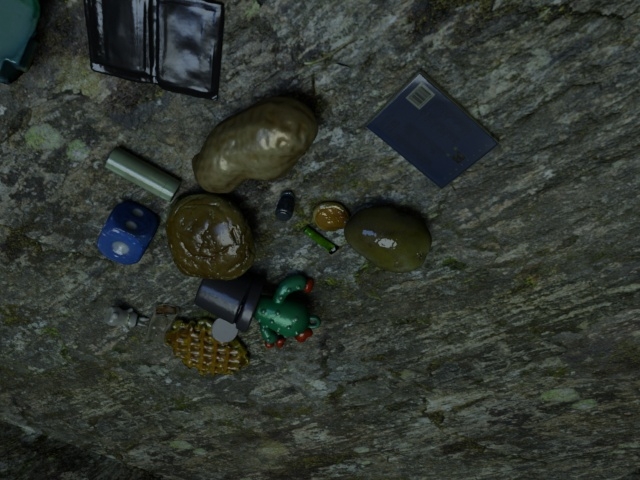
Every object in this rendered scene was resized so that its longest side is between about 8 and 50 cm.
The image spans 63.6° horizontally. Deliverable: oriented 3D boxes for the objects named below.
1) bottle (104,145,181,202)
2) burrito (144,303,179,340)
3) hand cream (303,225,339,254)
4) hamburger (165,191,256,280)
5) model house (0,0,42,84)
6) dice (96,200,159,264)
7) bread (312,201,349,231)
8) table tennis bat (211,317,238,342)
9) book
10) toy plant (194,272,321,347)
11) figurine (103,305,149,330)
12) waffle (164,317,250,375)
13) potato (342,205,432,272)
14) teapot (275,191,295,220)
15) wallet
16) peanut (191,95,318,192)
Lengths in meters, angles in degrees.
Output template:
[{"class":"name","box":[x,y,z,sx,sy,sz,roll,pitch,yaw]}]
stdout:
[{"class":"bottle","box":[-0.504,-0.187,1.473,0.202,0.072,0.072,30,130,-12]},{"class":"burrito","box":[-0.600,0.313,1.925,0.087,0.060,0.226,22,130,-17]},{"class":"hand cream","box":[0.000,0.000,1.550,0.122,0.023,0.036,37,116,-20]},{"class":"hamburger","box":[-0.330,-0.006,1.526,0.285,0.134,0.265,-2,121,13]},{"class":"model house","box":[-0.804,-0.509,1.216,0.281,0.249,0.229,21,93,-21]},{"class":"dice","box":[-0.588,-0.024,1.582,0.143,0.146,0.146,29,129,-15]},{"class":"bread","box":[0.031,-0.067,1.486,0.110,0.024,0.110,6,130,7]},{"class":"table tennis bat","box":[-0.333,0.298,1.844,0.095,0.014,0.158,21,108,-10]},{"class":"book","box":[0.273,-0.263,1.267,0.269,0.025,0.191,35,129,-17]},{"class":"toy plant","box":[-0.188,0.206,1.669,0.400,0.185,0.279,23,89,-3]},{"class":"figurine","box":[-0.728,0.286,1.936,0.146,0.081,0.098,22,179,-44]},{"class":"waffle","box":[-0.433,0.411,1.967,0.302,0.068,0.325,-22,123,28]},{"class":"potato","box":[0.178,-0.007,1.421,0.251,0.159,0.174,24,107,4]},{"class":"teapot","box":[-0.096,-0.090,1.457,0.049,0.083,0.063,-2,137,16]},{"class":"wallet","box":[-0.395,-0.474,1.225,0.323,0.041,0.247,13,132,-3]},{"class":"peanut","box":[-0.172,-0.231,1.302,0.387,0.169,0.192,-18,128,30]}]
